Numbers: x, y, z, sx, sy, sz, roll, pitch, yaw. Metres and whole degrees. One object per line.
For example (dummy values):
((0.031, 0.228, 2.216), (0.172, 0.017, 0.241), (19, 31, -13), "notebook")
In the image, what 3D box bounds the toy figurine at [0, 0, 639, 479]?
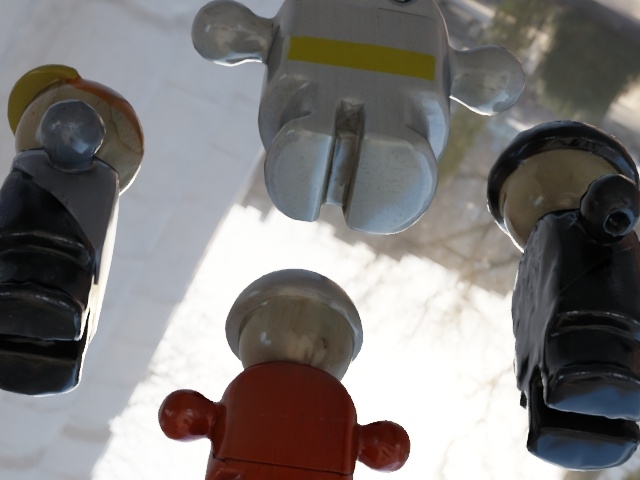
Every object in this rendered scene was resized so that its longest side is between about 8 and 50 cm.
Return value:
((0.000, 0.000, 0.516), (0.209, 0.213, 0.148), (44, -148, -30), "toy figurine")
